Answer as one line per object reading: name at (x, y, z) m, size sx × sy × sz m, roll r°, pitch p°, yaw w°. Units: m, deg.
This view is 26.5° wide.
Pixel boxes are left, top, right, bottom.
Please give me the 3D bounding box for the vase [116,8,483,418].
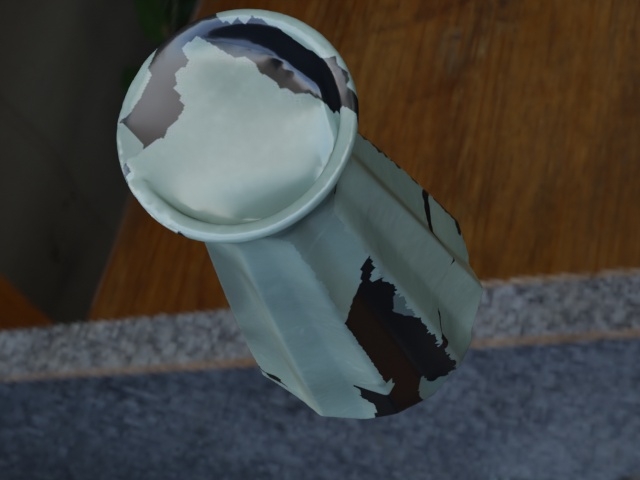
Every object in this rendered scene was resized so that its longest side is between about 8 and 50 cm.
vase at (0.000, 0.000, 0.782) m, size 0.165 × 0.165 × 0.360 m, roll 5°, pitch 164°, yaw 14°
